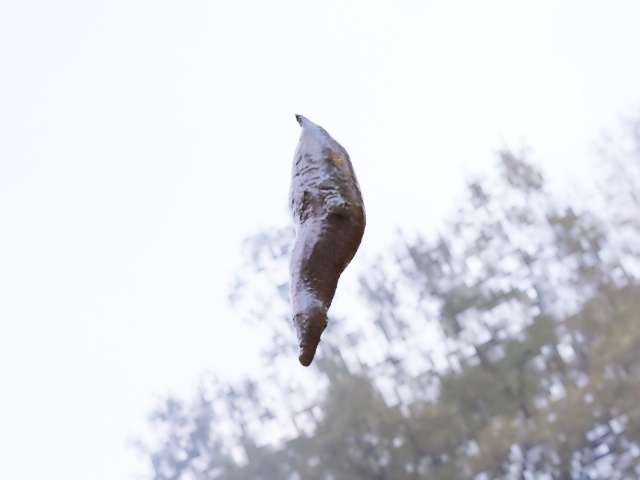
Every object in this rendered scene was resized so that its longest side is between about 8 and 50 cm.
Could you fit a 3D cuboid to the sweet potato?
[{"bbox_3d":[0.006,0.000,1.464,0.068,0.226,0.068,0,-26,0],"label":"sweet potato"}]
